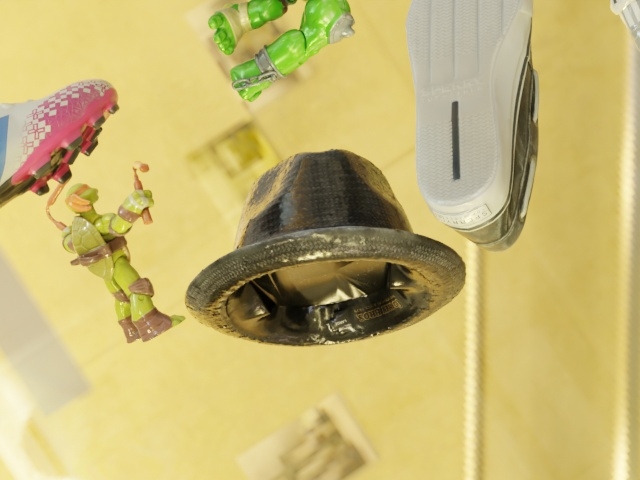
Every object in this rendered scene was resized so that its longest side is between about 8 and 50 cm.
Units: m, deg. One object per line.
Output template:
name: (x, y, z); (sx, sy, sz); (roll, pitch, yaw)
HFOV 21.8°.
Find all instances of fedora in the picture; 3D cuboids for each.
fedora: (0.000, 0.000, 1.789); (0.334, 0.334, 0.153); (71, -168, -69)

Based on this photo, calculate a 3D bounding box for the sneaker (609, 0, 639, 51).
sneaker: (0.491, -0.272, 2.214); (0.086, 0.228, 0.132); (-44, 57, 50)

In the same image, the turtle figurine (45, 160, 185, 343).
turtle figurine: (-0.242, 0.014, 1.952); (0.269, 0.087, 0.217); (-19, 101, 53)

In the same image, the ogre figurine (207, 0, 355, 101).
ogre figurine: (-0.033, -0.229, 1.427); (0.097, 0.118, 0.197); (51, -148, -51)

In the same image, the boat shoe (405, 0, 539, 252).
boat shoe: (0.149, -0.141, 1.589); (0.119, 0.121, 0.335); (53, -140, -52)

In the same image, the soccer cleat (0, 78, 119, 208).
soccer cleat: (-0.331, -0.090, 1.615); (0.143, 0.331, 0.116); (42, 139, 2)
